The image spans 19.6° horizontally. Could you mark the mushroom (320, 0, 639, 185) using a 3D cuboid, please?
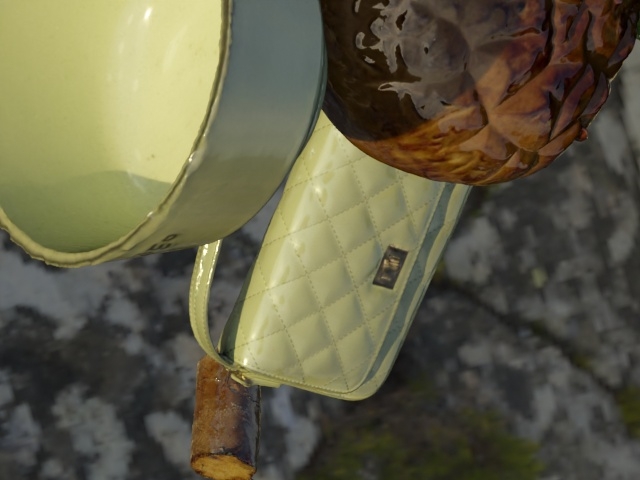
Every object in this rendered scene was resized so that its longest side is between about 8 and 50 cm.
[{"bbox_3d":[0.096,-0.151,1.095,0.253,0.153,0.253,-22,123,-38],"label":"mushroom"}]

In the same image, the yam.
[{"bbox_3d":[-0.103,0.190,2.019,0.079,0.079,0.141,28,49,-33],"label":"yam"}]

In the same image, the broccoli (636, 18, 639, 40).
[{"bbox_3d":[0.384,-0.070,1.230,0.413,0.321,0.310,32,93,-12],"label":"broccoli"}]

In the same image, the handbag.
[{"bbox_3d":[0.000,0.000,1.440,0.219,0.079,0.256,14,102,-44],"label":"handbag"}]

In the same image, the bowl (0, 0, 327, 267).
[{"bbox_3d":[-0.074,-0.086,0.922,0.112,0.211,0.211,7,73,-43],"label":"bowl"}]
